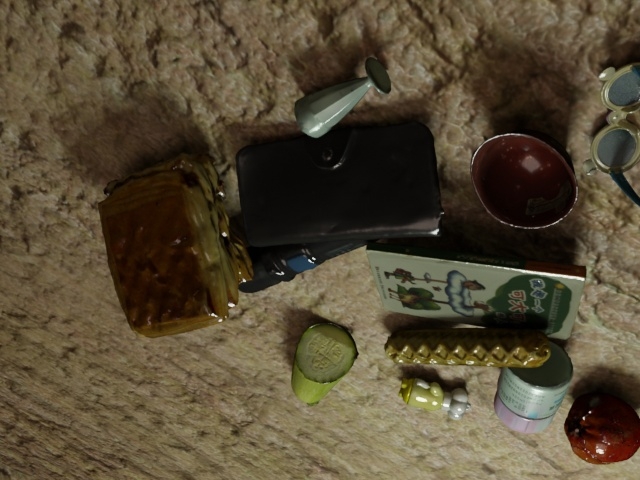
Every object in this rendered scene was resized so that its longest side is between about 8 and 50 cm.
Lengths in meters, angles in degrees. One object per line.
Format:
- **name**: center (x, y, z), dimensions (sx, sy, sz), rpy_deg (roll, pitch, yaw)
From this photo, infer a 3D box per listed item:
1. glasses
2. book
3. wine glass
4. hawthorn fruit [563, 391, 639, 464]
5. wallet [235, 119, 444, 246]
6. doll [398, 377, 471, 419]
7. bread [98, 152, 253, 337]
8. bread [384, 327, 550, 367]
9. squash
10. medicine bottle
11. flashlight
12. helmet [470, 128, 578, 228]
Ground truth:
- **glasses**: center (0.479, -0.129, 0.981), dimensions (0.088, 0.221, 0.190), rpy_deg (-19, 131, -14)
- **book**: center (0.279, 0.093, 1.297), dimensions (0.370, 0.043, 0.260), rpy_deg (7, 153, 17)
- **wine glass**: center (0.036, -0.229, 1.136), dimensions (0.155, 0.073, 0.073), rpy_deg (-25, 118, 33)
- **hawthorn fruit**: center (0.589, 0.386, 1.443), dimensions (0.171, 0.148, 0.148), rpy_deg (9, 137, -13)
- **wallet**: center (0.029, -0.093, 1.218), dimensions (0.377, 0.051, 0.197), rpy_deg (-3, 97, 25)
- **doll**: center (0.258, 0.354, 1.590), dimensions (0.162, 0.062, 0.106), rpy_deg (15, 139, 8)
- **bread**: center (-0.273, 0.011, 1.368), dimensions (0.277, 0.167, 0.325), rpy_deg (-14, 89, 33)
- **bread**: center (0.281, 0.212, 1.397), dimensions (0.367, 0.077, 0.084), rpy_deg (-9, 159, 43)
- **squash**: center (-0.024, 0.315, 1.622), dimensions (0.137, 0.137, 0.288), rpy_deg (25, 137, -2)
- **medicine bottle**: center (0.423, 0.292, 1.419), dimensions (0.135, 0.135, 0.169), rpy_deg (13, 134, 10)
- **flashlight**: center (0.000, 0.000, 1.341), dimensions (0.423, 0.103, 0.103), rpy_deg (-23, 120, 34)
- **helmet**: center (0.319, -0.116, 1.102), dimensions (0.175, 0.106, 0.155), rpy_deg (39, 134, -10)
